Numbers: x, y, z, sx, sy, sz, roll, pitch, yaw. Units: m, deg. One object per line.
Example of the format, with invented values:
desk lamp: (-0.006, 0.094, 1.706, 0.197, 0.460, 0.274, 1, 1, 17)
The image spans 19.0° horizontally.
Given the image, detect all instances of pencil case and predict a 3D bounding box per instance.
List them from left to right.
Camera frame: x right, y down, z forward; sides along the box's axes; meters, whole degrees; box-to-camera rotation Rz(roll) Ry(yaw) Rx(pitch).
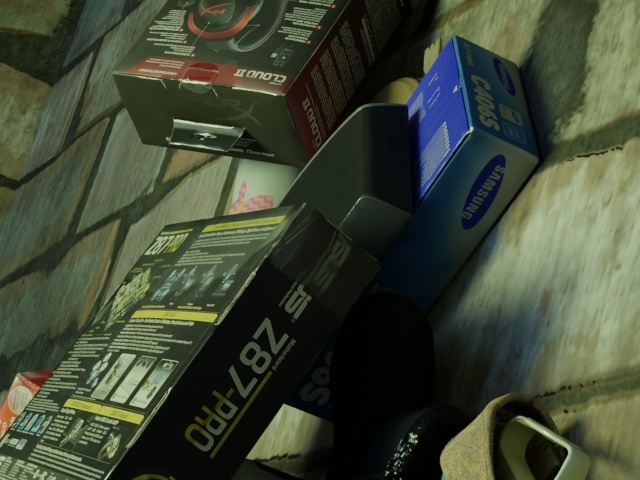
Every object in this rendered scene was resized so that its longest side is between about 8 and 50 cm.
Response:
pencil case: (-0.042, -0.066, 2.098, 0.124, 0.113, 0.273, -23, 46, 46)

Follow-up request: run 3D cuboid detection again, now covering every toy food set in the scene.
toy food set: (0.078, -0.111, 1.961, 0.192, 0.039, 0.132, -36, 43, 48)

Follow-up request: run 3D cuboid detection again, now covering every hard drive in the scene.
hard drive: (0.000, 0.000, 1.764, 0.254, 0.054, 0.172, -52, 24, 37)

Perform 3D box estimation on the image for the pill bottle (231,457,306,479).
pill bottle: (-0.055, 0.249, 1.661, 0.108, 0.180, 0.108, -54, 22, 34)

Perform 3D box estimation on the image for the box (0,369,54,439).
box: (-0.266, 0.226, 2.174, 0.128, 0.123, 0.257, -65, -17, 6)

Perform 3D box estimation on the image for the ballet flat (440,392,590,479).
ballet flat: (0.150, 0.196, 1.295, 0.106, 0.108, 0.316, -54, 23, 15)

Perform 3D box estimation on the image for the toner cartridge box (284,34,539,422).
toner cartridge box: (0.072, -0.006, 1.780, 0.348, 0.075, 0.165, -56, 23, 30)

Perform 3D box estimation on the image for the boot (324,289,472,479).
boot: (0.075, 0.149, 1.553, 0.207, 0.094, 0.246, 153, 130, -68)

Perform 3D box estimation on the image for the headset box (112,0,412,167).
headset box: (-0.065, -0.203, 2.038, 0.218, 0.110, 0.293, 9, 49, 28)

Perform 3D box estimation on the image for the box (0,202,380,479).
box: (-0.140, 0.122, 1.651, 0.318, 0.097, 0.395, -56, 16, -15)
